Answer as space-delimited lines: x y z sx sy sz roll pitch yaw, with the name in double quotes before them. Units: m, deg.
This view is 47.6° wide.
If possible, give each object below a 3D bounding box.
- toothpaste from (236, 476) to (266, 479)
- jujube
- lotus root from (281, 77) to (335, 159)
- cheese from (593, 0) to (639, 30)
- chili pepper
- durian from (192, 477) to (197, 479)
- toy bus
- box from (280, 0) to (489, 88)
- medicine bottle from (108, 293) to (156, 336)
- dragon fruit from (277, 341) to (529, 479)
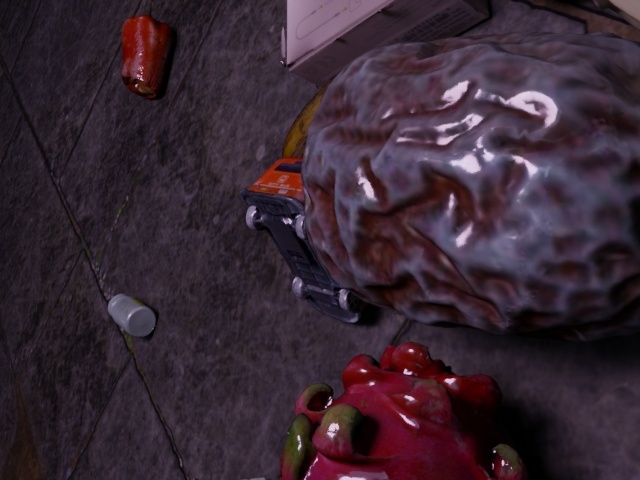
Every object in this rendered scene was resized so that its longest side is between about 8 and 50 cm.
"toothpaste" -0.078 0.367 0.742 0.062 0.039 0.238 -23 58 39
"jujube" 0.124 -0.040 0.527 0.317 0.226 0.225 14 88 45
"lotus root" 0.032 -0.100 0.728 0.209 0.120 0.120 -41 48 37
"cheese" 0.298 -0.193 0.429 0.233 0.127 0.266 -45 49 16
"chili pepper" -0.293 -0.338 1.227 0.086 0.084 0.192 5 82 17
"durian" -0.140 0.338 0.839 0.066 0.052 0.130 96 171 -61
"toy bus" 0.000 0.000 0.693 0.079 0.174 0.077 11 54 40
"box" 0.060 -0.311 0.778 0.203 0.106 0.251 -23 61 44
"medicine bottle" -0.279 0.109 1.068 0.083 0.047 0.047 21 93 52
"dragon fruit" 0.052 0.219 0.542 0.219 0.198 0.272 23 119 23
